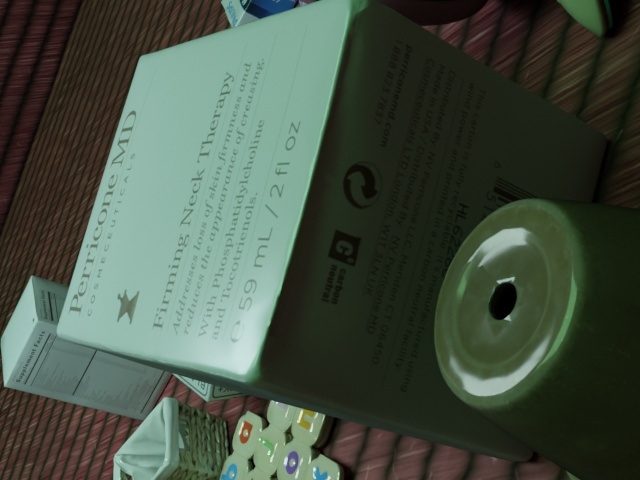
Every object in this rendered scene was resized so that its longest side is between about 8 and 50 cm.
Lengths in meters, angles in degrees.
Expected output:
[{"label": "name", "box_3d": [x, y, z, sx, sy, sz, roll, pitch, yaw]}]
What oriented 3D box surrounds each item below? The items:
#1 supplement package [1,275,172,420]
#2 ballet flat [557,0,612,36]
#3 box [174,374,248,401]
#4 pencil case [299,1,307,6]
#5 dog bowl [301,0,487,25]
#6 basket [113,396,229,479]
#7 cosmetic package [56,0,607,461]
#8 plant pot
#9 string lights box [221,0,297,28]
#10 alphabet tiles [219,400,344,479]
[{"label": "supplement package", "box_3d": [-0.373, 0.175, 1.715, 0.139, 0.244, 0.134, -59, 30, 19]}, {"label": "ballet flat", "box_3d": [0.223, -0.314, 1.035, 0.086, 0.086, 0.248, 10, 117, 62]}, {"label": "box", "box_3d": [-0.138, 0.051, 1.430, 0.169, 0.087, 0.290, 30, 115, 44]}, {"label": "pencil case", "box_3d": [0.002, -0.312, 1.536, 0.086, 0.088, 0.206, -40, 39, 40]}, {"label": "dog bowl", "box_3d": [0.050, -0.385, 1.206, 0.408, 0.408, 0.150, -109, 29, -50]}, {"label": "basket", "box_3d": [-0.208, 0.316, 1.484, 0.167, 0.103, 0.113, -48, 35, 33]}, {"label": "cosmetic package", "box_3d": [0.000, 0.000, 1.049, 0.393, 0.327, 0.329, 1, 73, 55]}, {"label": "plant pot", "box_3d": [0.215, 0.075, 0.764, 0.263, 0.229, 0.263, -37, 43, 44]}, {"label": "string lights box", "box_3d": [-0.066, -0.466, 1.766, 0.260, 0.076, 0.133, -56, 30, 24]}, {"label": "alphabet tiles", "box_3d": [-0.059, 0.321, 1.304, 0.278, 0.021, 0.284, 10, 82, 61]}]
